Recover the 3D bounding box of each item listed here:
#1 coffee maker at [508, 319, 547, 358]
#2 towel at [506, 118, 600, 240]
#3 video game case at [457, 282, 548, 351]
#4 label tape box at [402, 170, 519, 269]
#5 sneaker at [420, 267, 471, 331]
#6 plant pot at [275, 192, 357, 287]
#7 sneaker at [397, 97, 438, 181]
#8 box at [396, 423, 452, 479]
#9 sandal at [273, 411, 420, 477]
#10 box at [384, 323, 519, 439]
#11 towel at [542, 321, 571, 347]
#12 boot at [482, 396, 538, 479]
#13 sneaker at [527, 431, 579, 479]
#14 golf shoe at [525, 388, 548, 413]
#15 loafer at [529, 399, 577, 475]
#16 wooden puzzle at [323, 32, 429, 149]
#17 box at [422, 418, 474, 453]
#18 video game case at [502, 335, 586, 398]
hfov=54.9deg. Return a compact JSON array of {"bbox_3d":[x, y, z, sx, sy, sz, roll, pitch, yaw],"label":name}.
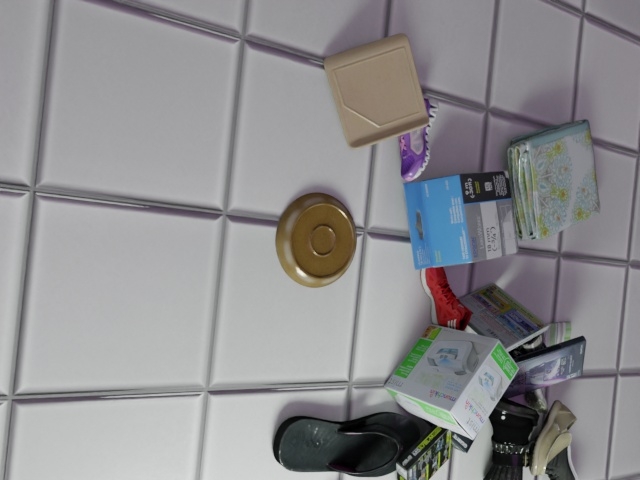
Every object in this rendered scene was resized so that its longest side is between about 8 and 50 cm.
[{"bbox_3d":[0.602,0.289,1.854,0.120,0.171,0.178,-33,134,-1],"label":"coffee maker"},{"bbox_3d":[0.738,-0.194,1.940,0.374,0.090,0.321,-19,106,-30],"label":"towel"},{"bbox_3d":[0.503,0.217,1.751,0.193,0.212,0.023,-19,133,-30],"label":"video game case"},{"bbox_3d":[0.392,-0.058,1.683,0.333,0.106,0.241,-9,90,-38],"label":"label tape box"},{"bbox_3d":[0.357,0.149,1.691,0.087,0.128,0.221,-26,106,-28],"label":"sneaker"},{"bbox_3d":[0.000,0.000,1.515,0.236,0.032,0.237,-1,93,-32],"label":"plant pot"},{"bbox_3d":[0.233,-0.275,1.618,0.104,0.095,0.237,16,79,-25],"label":"sneaker"},{"bbox_3d":[0.283,0.595,1.672,0.184,0.045,0.191,-38,141,-26],"label":"box"},{"bbox_3d":[0.093,0.531,1.558,0.445,0.107,0.168,9,88,-33],"label":"sandal"},{"bbox_3d":[0.339,0.362,1.615,0.231,0.262,0.127,-48,115,-20],"label":"box"},{"bbox_3d":[0.777,0.327,2.028,0.152,0.023,0.113,-1,94,-32],"label":"towel"},{"bbox_3d":[0.536,0.598,1.782,0.348,0.131,0.260,38,72,-50],"label":"boot"},{"bbox_3d":[0.745,0.749,1.991,0.146,0.104,0.296,-12,93,-29],"label":"sneaker"},{"bbox_3d":[0.689,0.474,1.959,0.086,0.069,0.176,-45,116,-29],"label":"golf shoe"},{"bbox_3d":[0.718,0.611,1.890,0.268,0.092,0.102,-51,150,-34],"label":"loafer"},{"bbox_3d":[0.141,-0.372,1.544,0.220,0.044,0.239,-19,102,-4],"label":"wooden puzzle"},{"bbox_3d":[0.389,0.480,1.775,0.220,0.051,0.175,45,69,-26],"label":"box"},{"bbox_3d":[0.644,0.383,1.820,0.274,0.026,0.196,-19,136,1],"label":"video game case"}]
